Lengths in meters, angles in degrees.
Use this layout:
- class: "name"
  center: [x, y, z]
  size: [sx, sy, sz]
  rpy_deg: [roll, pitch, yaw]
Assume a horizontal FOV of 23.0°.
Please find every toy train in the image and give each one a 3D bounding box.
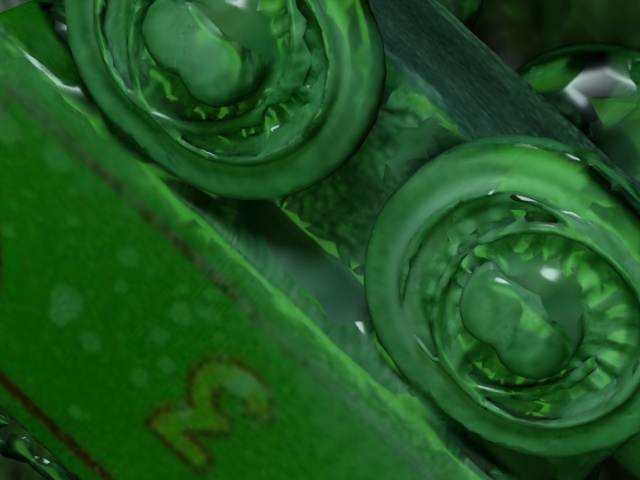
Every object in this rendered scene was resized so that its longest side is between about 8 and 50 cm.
- class: "toy train"
  center: [0.000, 0.000, 0.439]
  size: [0.243, 0.132, 0.188]
  rpy_deg: [44, 117, 0]
